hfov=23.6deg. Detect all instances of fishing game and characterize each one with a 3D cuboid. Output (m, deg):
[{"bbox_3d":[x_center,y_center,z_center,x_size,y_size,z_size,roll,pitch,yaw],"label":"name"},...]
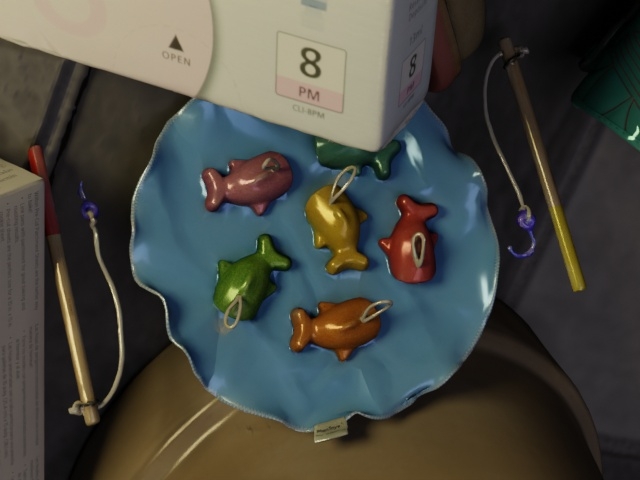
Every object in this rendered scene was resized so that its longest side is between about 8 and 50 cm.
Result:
[{"bbox_3d":[0.000,0.000,0.737,0.264,0.041,0.189,-10,83,-13],"label":"fishing game"}]

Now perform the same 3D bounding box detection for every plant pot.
[{"bbox_3d":[0.052,0.216,0.796,0.323,0.280,0.323,-11,121,-19],"label":"plant pot"}]

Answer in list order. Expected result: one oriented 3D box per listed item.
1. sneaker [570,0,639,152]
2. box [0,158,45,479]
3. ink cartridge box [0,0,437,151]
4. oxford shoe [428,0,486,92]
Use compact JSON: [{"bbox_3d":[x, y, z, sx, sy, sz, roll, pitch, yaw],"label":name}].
[{"bbox_3d":[0.198,-0.127,0.754,0.178,0.124,0.295,-42,137,-5],"label":"sneaker"},{"bbox_3d":[-0.179,0.112,0.754,0.067,0.063,0.324,-30,133,-46],"label":"box"},{"bbox_3d":[-0.045,-0.162,0.587,0.066,0.189,0.232,-53,154,-42],"label":"ink cartridge box"},{"bbox_3d":[0.037,-0.225,0.640,0.130,0.123,0.348,-29,128,-17],"label":"oxford shoe"}]
